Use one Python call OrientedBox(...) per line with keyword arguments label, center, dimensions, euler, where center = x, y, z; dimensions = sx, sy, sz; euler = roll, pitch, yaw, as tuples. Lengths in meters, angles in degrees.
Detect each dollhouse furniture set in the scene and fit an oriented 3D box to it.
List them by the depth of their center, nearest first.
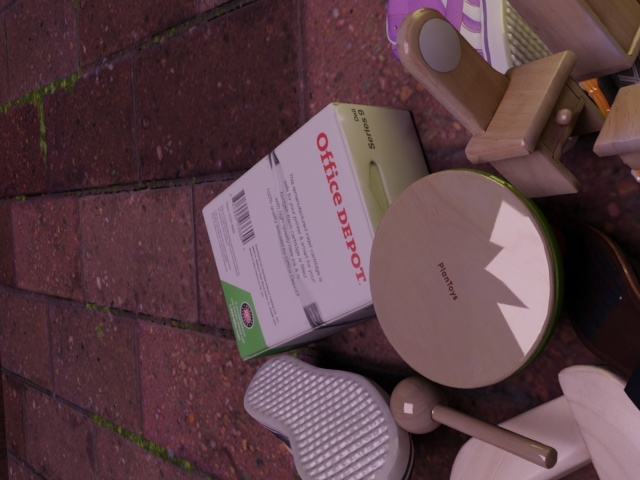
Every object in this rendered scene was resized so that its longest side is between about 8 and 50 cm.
OrientedBox(label="dollhouse furniture set", center=(0.236, -0.198, 0.348), dimensions=(0.356, 0.174, 0.303), euler=(-3, 53, 60))

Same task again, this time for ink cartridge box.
OrientedBox(label="ink cartridge box", center=(0.000, 0.000, 0.825), dimensions=(0.289, 0.122, 0.211), euler=(-30, 71, 47))

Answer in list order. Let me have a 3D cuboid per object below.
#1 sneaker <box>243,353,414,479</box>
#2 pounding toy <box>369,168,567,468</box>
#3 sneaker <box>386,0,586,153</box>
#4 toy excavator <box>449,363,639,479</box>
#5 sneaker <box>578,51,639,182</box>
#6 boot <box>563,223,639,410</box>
OrientedBox(label="sneaker", center=(0.029, 0.217, 0.784), dimensions=(0.126, 0.127, 0.321), euler=(-52, 23, -10))
OrientedBox(label="pounding toy", center=(0.147, 0.057, 0.621), dimensions=(0.183, 0.110, 0.236), euler=(0, 92, 46))
OrientedBox(label="sneaker", center=(0.143, -0.179, 0.664), dimensions=(0.161, 0.102, 0.282), euler=(-36, 56, 50))
OrientedBox(label="toy excavator", center=(0.124, 0.334, 0.667), dimensions=(0.433, 0.222, 0.444), euler=(-7, 80, 49))
OrientedBox(label="sneaker", center=(0.264, -0.102, 0.531), dimensions=(0.083, 0.084, 0.214), euler=(-43, 61, 38))
OrientedBox(label="boot", center=(0.272, 0.067, 0.555), dimensions=(0.219, 0.106, 0.082), euler=(-100, 24, -54))
